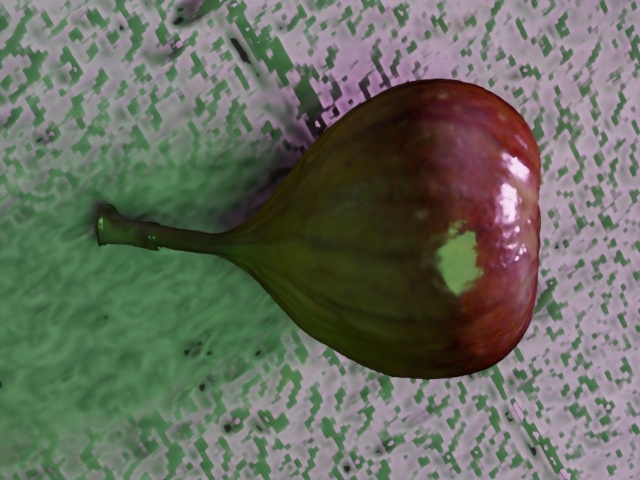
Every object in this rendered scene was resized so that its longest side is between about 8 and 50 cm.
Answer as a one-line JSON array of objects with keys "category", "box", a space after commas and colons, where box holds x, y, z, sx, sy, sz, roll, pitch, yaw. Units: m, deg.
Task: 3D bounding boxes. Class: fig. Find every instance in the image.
[{"category": "fig", "box": [0.012, -0.006, 0.987, 0.143, 0.230, 0.160, -39, 127, -54]}]
